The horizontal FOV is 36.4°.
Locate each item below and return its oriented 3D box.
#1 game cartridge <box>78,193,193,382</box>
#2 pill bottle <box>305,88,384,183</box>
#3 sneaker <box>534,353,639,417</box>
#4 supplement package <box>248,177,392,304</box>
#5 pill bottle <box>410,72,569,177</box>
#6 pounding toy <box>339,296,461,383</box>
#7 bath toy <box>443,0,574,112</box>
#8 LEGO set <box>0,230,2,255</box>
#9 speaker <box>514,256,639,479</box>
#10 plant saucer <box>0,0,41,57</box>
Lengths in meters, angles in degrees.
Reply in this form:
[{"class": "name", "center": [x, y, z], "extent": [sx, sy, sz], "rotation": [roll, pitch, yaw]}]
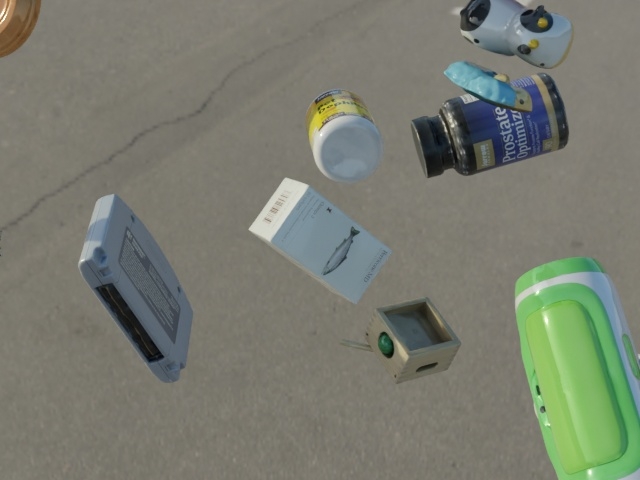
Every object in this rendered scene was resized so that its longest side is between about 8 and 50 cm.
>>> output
[{"class": "game cartridge", "center": [-0.307, 0.077, 1.656], "extent": [0.062, 0.297, 0.198], "rotation": [-20, 36, 10]}, {"class": "pill bottle", "center": [0.036, -0.187, 1.662], "extent": [0.117, 0.117, 0.215], "rotation": [-4, 26, -5]}, {"class": "sneaker", "center": [0.441, 0.181, 1.291], "extent": [0.305, 0.114, 0.152], "rotation": [-8, 11, 23]}, {"class": "supplement package", "center": [0.000, 0.000, 1.495], "extent": [0.105, 0.179, 0.105], "rotation": [-56, 24, -5]}, {"class": "pill bottle", "center": [0.255, -0.169, 1.486], "extent": [0.219, 0.123, 0.123], "rotation": [-17, 34, 2]}, {"class": "pounding toy", "center": [0.131, 0.171, 1.633], "extent": [0.141, 0.100, 0.130], "rotation": [-11, 49, -30]}, {"class": "bath toy", "center": [0.271, -0.343, 1.237], "extent": [0.151, 0.348, 0.129], "rotation": [20, 8, 13]}, {"class": "LEGO set", "center": [-0.667, 0.005, 2.013], "extent": [0.023, 0.083, 0.054], "rotation": [5, 47, 11]}, {"class": "speaker", "center": [0.317, 0.175, 1.143], "extent": [0.131, 0.131, 0.296], "rotation": [-6, 65, -9]}, {"class": "plant saucer", "center": [-0.555, -0.404, 1.619], "extent": [0.200, 0.200, 0.037], "rotation": [14, 8, 21]}]
